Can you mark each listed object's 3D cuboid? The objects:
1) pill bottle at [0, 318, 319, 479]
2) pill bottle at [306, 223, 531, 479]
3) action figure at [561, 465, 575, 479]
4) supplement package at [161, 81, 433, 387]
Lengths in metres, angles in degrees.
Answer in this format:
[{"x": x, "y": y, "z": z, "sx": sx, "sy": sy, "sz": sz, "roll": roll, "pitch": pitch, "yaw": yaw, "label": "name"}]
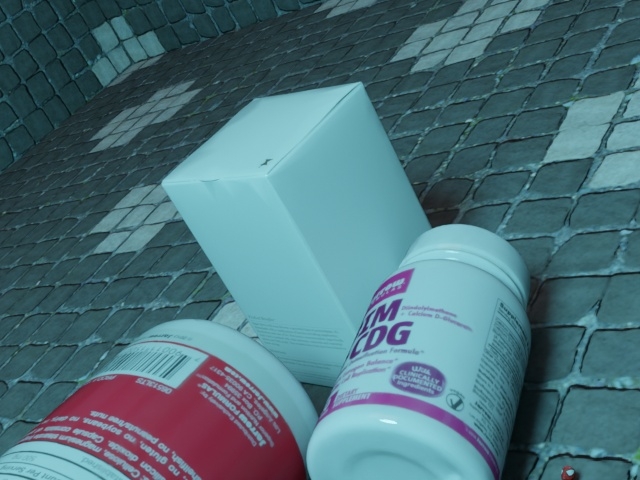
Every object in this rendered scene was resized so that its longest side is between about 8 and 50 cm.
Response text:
[{"x": -0.180, "y": 0.256, "z": 0.732, "sx": 0.229, "sy": 0.229, "sz": 0.407, "roll": -10, "pitch": 21, "yaw": 35, "label": "pill bottle"}, {"x": 0.105, "y": 0.119, "z": 0.841, "sx": 0.160, "sy": 0.160, "sz": 0.283, "roll": -13, "pitch": 30, "yaw": 31, "label": "pill bottle"}, {"x": 0.182, "y": 0.225, "z": 0.724, "sx": 0.038, "sy": 0.030, "sz": 0.115, "roll": -12, "pitch": 28, "yaw": 41, "label": "action figure"}, {"x": 0.000, "y": 0.000, "z": 1.012, "sx": 0.177, "sy": 0.293, "sz": 0.175, "roll": 1, "pitch": 39, "yaw": 45, "label": "supplement package"}]
